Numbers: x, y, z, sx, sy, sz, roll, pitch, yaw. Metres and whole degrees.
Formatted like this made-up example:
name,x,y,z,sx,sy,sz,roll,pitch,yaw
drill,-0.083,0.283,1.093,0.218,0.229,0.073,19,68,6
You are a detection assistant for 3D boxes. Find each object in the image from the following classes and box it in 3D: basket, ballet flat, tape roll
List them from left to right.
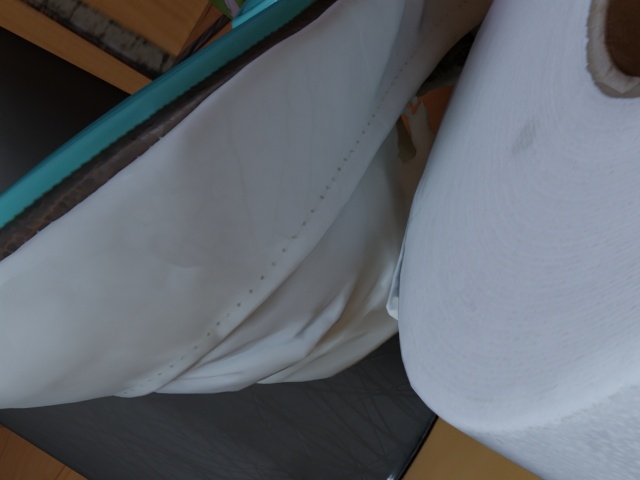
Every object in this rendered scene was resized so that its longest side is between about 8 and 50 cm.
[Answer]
name,x,y,z,sx,sy,sz,roll,pitch,yaw
basket,-0.082,0.017,0.752,0.154,0.227,0.204,-61,12,-12
ballet flat,0.005,-0.035,0.654,0.139,0.139,0.400,-49,1,40
tape roll,0.150,-0.105,0.464,0.392,0.072,0.392,-56,12,18

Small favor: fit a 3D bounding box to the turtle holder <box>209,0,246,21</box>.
name,x,y,z,sx,sy,sz,roll,pitch,yaw
turtle holder,0.040,-0.270,0.872,0.320,0.243,0.227,-28,18,11
